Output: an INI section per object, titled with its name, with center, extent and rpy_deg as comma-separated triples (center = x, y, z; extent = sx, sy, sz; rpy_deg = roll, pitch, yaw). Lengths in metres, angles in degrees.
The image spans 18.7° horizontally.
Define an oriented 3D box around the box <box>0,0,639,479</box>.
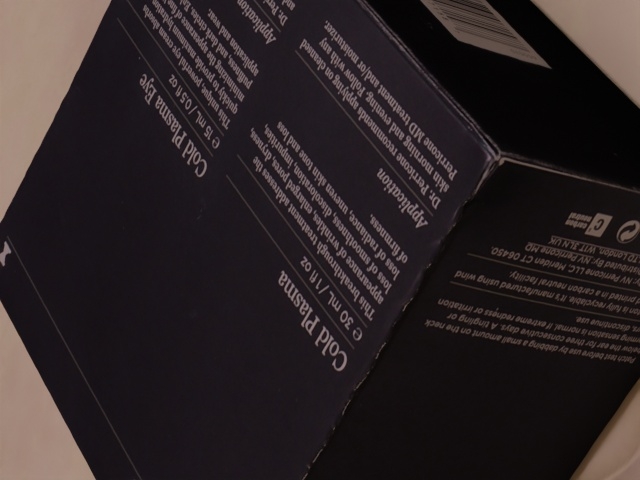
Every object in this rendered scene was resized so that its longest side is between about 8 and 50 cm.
[box]
center = 0.000, 0.000, 1.063
extent = 0.312, 0.179, 0.343
rpy_deg = -59, 42, 23
